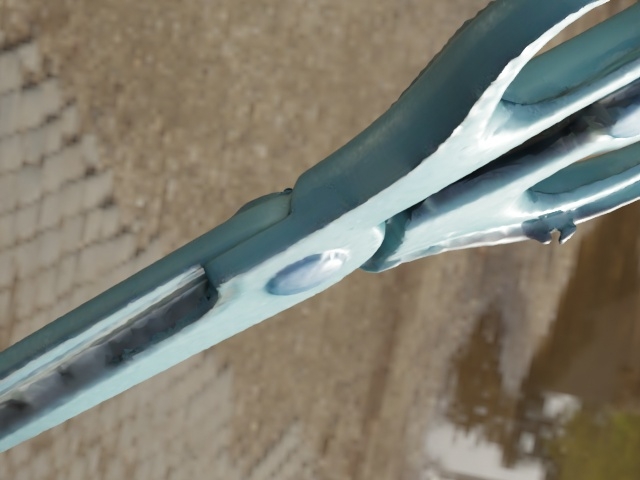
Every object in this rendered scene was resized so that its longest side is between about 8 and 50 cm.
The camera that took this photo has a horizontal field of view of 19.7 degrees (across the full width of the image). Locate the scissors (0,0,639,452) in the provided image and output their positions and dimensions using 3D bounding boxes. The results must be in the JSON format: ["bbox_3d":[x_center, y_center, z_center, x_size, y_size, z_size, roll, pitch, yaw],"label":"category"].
[{"bbox_3d":[0.000,-0.001,0.625,0.180,0.393,0.032,36,29,-63],"label":"scissors"}]
